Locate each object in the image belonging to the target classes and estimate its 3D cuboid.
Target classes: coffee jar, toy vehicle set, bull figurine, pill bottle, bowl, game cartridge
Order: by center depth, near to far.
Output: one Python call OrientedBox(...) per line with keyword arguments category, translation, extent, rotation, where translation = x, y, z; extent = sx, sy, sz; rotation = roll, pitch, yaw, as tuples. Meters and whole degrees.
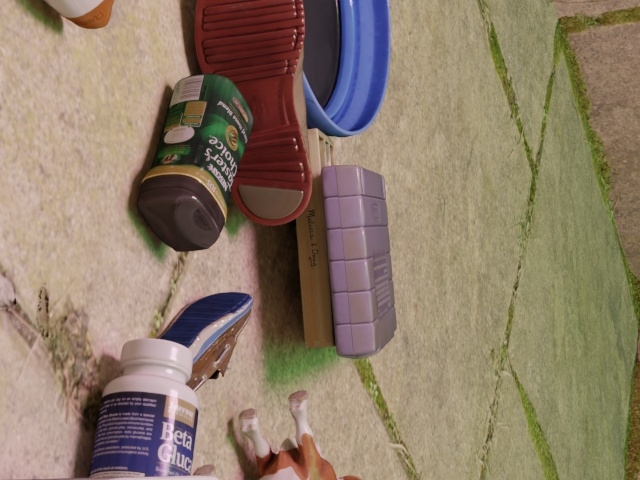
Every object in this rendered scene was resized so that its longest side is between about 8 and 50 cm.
OrientedBox(category="pill bottle", translation=(-0.164, 0.183, 1.338), extent=(0.094, 0.094, 0.169), rotation=(47, 43, -56))
OrientedBox(category="coffee jar", translation=(-0.131, -0.081, 1.497), extent=(0.096, 0.079, 0.184), rotation=(59, 34, -45))
OrientedBox(category="bull figurine", translation=(-0.046, 0.290, 1.589), extent=(0.310, 0.101, 0.188), rotation=(-59, 135, -56))
OrientedBox(category="toy vehicle set", translation=(0.000, 0.000, 1.792), extent=(0.166, 0.035, 0.266), rotation=(6, 79, -82))
OrientedBox(category="game cartridge", translation=(0.050, 0.025, 1.798), extent=(0.355, 0.068, 0.230), rotation=(-2, 91, -83))
OrientedBox(category="bowl", translation=(-0.010, -0.327, 1.843), extent=(0.391, 0.077, 0.391), rotation=(-5, 90, -67))

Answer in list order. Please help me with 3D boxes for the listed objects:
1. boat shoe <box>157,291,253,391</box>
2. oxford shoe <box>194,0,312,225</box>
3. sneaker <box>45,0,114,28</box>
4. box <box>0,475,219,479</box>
OrientedBox(category="boat shoe", translation=(-0.126, 0.113, 1.495), extent=(0.183, 0.066, 0.066), rotation=(-40, 127, -52))
OrientedBox(category="oxford shoe", translation=(-0.076, -0.197, 1.637), extent=(0.130, 0.123, 0.348), rotation=(-91, 178, -79))
OrientedBox(category="sneaker", translation=(-0.204, -0.333, 1.365), extent=(0.123, 0.106, 0.290), rotation=(55, 47, -56))
OrientedBox(category="box", translation=(-0.197, 0.249, 1.131), extent=(0.182, 0.181, 0.119), rotation=(20, 67, -66))
